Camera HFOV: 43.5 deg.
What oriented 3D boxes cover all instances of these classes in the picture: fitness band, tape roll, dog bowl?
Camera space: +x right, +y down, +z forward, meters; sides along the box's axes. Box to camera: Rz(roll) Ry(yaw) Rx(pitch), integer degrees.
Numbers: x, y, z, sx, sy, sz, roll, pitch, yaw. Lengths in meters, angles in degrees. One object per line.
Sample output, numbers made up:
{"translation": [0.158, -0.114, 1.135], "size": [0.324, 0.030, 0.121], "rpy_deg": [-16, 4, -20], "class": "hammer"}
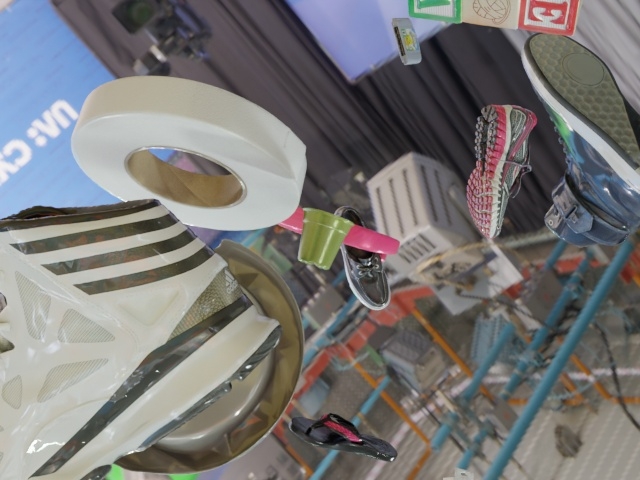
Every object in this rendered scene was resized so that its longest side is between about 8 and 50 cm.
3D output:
{"translation": [0.031, -0.019, 1.679], "size": [0.291, 0.209, 0.054], "rpy_deg": [17, -94, 39], "class": "fitness band"}
{"translation": [-0.215, -0.131, 1.337], "size": [0.392, 0.392, 0.072], "rpy_deg": [-24, -132, 53], "class": "tape roll"}
{"translation": [-0.190, 0.168, 1.150], "size": [0.349, 0.349, 0.102], "rpy_deg": [-45, 158, -14], "class": "dog bowl"}

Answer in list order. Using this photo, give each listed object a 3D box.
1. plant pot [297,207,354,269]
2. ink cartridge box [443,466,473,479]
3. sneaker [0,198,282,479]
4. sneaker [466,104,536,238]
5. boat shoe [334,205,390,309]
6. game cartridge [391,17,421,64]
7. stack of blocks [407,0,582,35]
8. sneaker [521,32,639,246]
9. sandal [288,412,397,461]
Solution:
{"translation": [0.000, 0.000, 1.220], "size": [0.083, 0.083, 0.079], "rpy_deg": [1, -109, 71], "class": "plant pot"}
{"translation": [0.235, 0.436, 1.374], "size": [0.028, 0.048, 0.083], "rpy_deg": [-24, -131, 49], "class": "ink cartridge box"}
{"translation": [-0.278, 0.120, 0.789], "size": [0.447, 0.257, 0.169], "rpy_deg": [-37, -179, 13], "class": "sneaker"}
{"translation": [0.398, -0.143, 1.743], "size": [0.112, 0.299, 0.121], "rpy_deg": [-2, -155, -16], "class": "sneaker"}
{"translation": [0.089, 0.034, 1.646], "size": [0.080, 0.228, 0.076], "rpy_deg": [-17, 178, -8], "class": "boat shoe"}
{"translation": [0.153, -0.352, 1.412], "size": [0.017, 0.083, 0.056], "rpy_deg": [-13, -174, 35], "class": "game cartridge"}
{"translation": [0.098, -0.271, 0.505], "size": [0.297, 0.171, 0.087], "rpy_deg": [70, 36, -61], "class": "stack of blocks"}
{"translation": [0.267, -0.096, 0.854], "size": [0.086, 0.226, 0.163], "rpy_deg": [-26, 162, -22], "class": "sneaker"}
{"translation": [0.037, 0.286, 1.198], "size": [0.067, 0.179, 0.040], "rpy_deg": [-121, -129, -68], "class": "sandal"}
